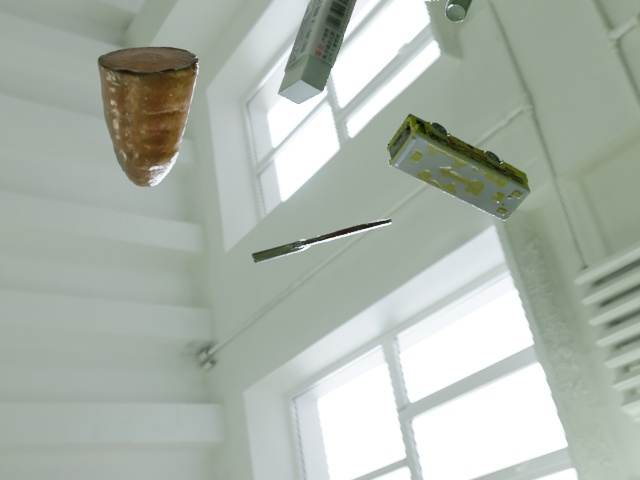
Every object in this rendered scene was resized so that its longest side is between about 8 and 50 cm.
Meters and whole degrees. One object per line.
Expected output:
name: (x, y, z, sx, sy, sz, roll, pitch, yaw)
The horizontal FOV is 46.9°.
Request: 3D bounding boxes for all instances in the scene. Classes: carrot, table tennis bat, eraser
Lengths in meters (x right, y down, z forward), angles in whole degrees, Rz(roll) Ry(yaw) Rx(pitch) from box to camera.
carrot: (-0.281, -0.196, 1.223, 0.159, 0.224, 0.159, 3, -157, -1)
table tennis bat: (0.000, 0.000, 1.469, 0.173, 0.301, 0.022, -13, -92, -65)
eraser: (-0.007, -0.377, 1.425, 0.068, 0.124, 0.210, 24, -103, -24)

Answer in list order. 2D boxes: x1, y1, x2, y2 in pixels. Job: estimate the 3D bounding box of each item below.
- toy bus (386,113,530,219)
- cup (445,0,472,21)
toy bus: (0.215, -0.112, 1.154, 0.226, 0.081, 0.074, 25, -144, -18)
cup: (0.312, -0.536, 1.636, 0.055, 0.075, 0.083, 22, -125, 1)
